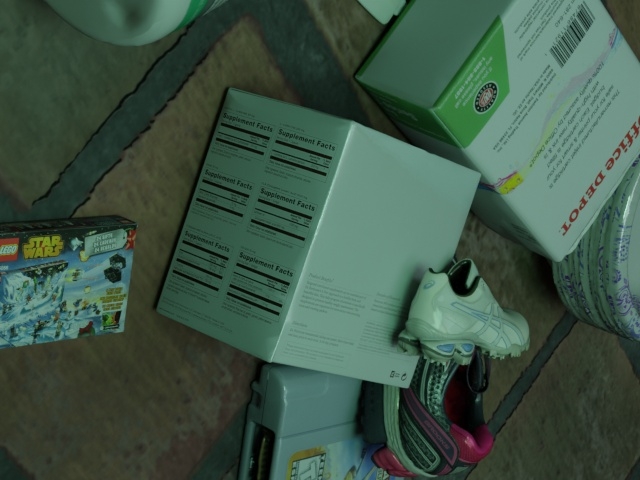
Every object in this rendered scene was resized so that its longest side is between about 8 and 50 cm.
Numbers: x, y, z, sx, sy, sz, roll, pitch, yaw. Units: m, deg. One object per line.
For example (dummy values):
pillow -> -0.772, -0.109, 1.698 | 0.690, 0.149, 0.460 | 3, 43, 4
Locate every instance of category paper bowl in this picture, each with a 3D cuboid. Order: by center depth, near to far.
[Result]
paper bowl -> 0.350, -0.037, 1.645 | 0.284, 0.148, 0.284 | -20, 119, -41

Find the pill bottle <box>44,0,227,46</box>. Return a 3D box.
pill bottle -> -0.045, -0.301, 1.073 | 0.361, 0.204, 0.204 | -35, 128, -33

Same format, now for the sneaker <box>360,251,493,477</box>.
sneaker -> 0.112, 0.073, 1.419 | 0.121, 0.112, 0.299 | 5, 78, -45

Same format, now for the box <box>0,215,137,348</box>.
box -> -0.208, 0.031, 1.163 | 0.137, 0.027, 0.094 | -5, 110, -46

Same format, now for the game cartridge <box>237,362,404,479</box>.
game cartridge -> 0.001, 0.250, 1.457 | 0.198, 0.062, 0.297 | -5, 108, -42

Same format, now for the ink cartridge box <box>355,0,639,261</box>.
ink cartridge box -> 0.191, -0.140, 1.434 | 0.201, 0.117, 0.278 | -54, 135, -8

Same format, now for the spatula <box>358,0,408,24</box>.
spatula -> 0.119, -0.258, 1.408 | 0.242, 0.019, 0.168 | 34, 79, -48

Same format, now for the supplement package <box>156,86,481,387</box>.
supplement package -> 0.000, 0.000, 1.281 | 0.194, 0.149, 0.203 | 17, 92, -50

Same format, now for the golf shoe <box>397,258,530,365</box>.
golf shoe -> 0.137, 0.059, 1.299 | 0.176, 0.069, 0.086 | -1, 102, -57
